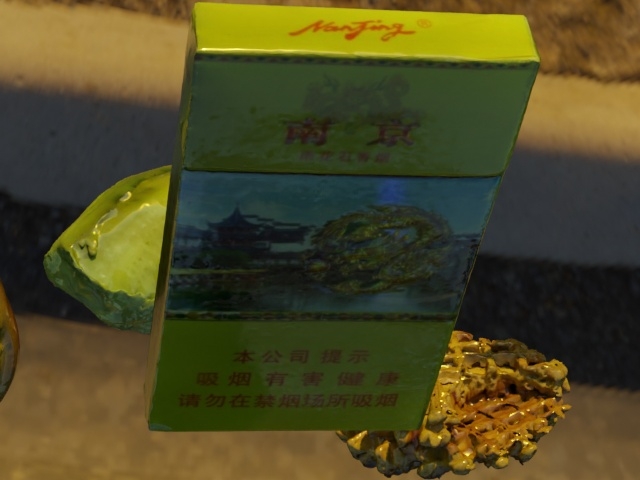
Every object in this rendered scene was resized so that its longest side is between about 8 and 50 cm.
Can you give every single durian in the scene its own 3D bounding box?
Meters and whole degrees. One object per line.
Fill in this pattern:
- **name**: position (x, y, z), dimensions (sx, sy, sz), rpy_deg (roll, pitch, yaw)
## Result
- **durian**: position (-0.094, 0.012, 1.381), dimensions (0.250, 0.139, 0.101), rpy_deg (-1, 165, -39)

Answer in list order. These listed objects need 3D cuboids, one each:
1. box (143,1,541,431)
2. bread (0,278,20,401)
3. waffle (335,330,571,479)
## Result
- **box**: position (0.000, 0.000, 1.056), dimensions (0.187, 0.047, 0.335), rpy_deg (1, 138, -10)
- **bread**: position (-0.298, -0.011, 1.027), dimensions (0.160, 0.333, 0.333), rpy_deg (-41, 112, -6)
- **waffle**: position (0.109, 0.132, 1.485), dimensions (0.197, 0.193, 0.070), rpy_deg (4, 111, 25)
